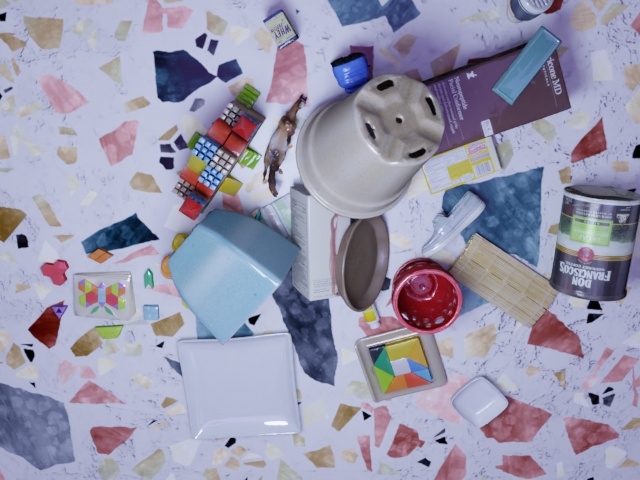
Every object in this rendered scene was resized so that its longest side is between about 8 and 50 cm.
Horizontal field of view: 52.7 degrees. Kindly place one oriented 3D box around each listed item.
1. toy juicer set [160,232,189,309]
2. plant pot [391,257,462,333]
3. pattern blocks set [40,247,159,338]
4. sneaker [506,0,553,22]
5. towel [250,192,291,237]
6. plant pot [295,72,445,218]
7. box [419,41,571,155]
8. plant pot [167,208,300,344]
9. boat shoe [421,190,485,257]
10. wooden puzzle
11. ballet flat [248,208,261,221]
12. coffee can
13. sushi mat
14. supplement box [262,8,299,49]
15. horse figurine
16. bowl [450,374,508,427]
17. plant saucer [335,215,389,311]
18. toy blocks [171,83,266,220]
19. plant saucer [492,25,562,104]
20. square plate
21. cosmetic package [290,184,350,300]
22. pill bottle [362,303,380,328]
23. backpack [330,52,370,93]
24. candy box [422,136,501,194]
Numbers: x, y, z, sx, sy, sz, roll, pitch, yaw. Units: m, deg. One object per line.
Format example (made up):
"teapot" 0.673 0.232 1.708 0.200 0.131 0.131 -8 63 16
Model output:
"toy juicer set" -0.317 0.042 1.860 0.329 0.089 0.209 -35 101 22
"plant pot" 0.293 0.145 1.829 0.191 0.174 0.191 1 107 2
"pattern blocks set" -0.652 0.164 1.938 0.325 0.026 0.285 -10 106 4
"sneaker" 0.539 -0.696 1.614 0.126 0.127 0.321 24 81 -11
"towel" -0.113 -0.061 1.859 0.152 0.023 0.113 -27 103 9
"plant pot" 0.136 -0.247 1.584 0.334 0.305 0.333 3 78 -16
"box" 0.431 -0.373 1.695 0.381 0.143 0.191 -20 104 5
"plant pot" -0.242 0.062 1.683 0.252 0.247 0.248 41 112 -6
"boat shoe" 0.359 -0.049 1.828 0.227 0.079 0.081 -44 91 8
"wooden puzzle" 0.246 0.374 1.964 0.239 0.044 0.221 -18 105 6
"ballet flat" -0.211 -0.020 1.847 0.052 0.057 0.168 20 117 9
"coffee can" 0.747 0.003 1.762 0.202 0.201 0.275 3 106 1
"sushi mat" 0.536 0.120 1.895 0.317 0.019 0.151 33 103 -8
"supplement box" -0.102 -0.549 1.685 0.056 0.083 0.083 -29 104 11
"horse figurine" -0.106 -0.253 1.747 0.066 0.174 0.263 16 120 -12
"bowl" 0.482 0.487 1.986 0.142 0.053 0.142 44 103 -11
"plant saucer" 0.115 0.057 1.779 0.041 0.278 0.277 10 109 30
"toy blocks" -0.273 -0.217 1.695 0.191 0.261 0.381 34 104 -8
"plant saucer" 0.511 -0.432 1.598 0.067 0.018 0.192 36 101 -6
"square plate" -0.246 0.447 1.997 0.347 0.049 0.344 -4 107 3
"cosmetic package" 0.000 0.000 1.794 0.129 0.153 0.296 -7 109 -20
"pill bottle" 0.149 0.219 1.922 0.043 0.043 0.083 -19 104 7
"backpack" 0.086 -0.438 1.693 0.098 0.120 0.101 -24 104 7
"candy box" 0.388 -0.210 1.799 0.206 0.027 0.105 -19 102 7
